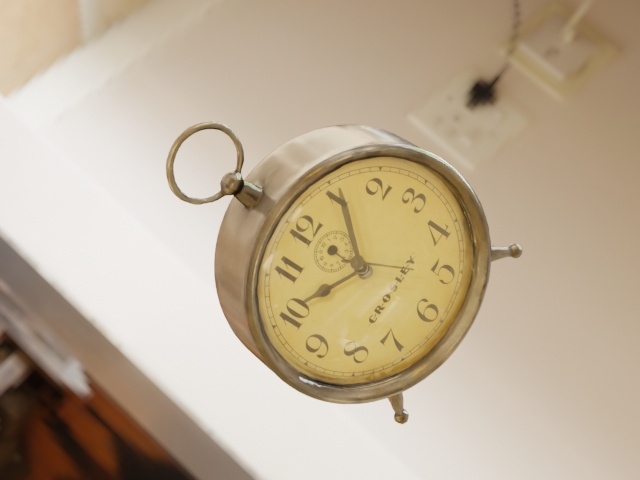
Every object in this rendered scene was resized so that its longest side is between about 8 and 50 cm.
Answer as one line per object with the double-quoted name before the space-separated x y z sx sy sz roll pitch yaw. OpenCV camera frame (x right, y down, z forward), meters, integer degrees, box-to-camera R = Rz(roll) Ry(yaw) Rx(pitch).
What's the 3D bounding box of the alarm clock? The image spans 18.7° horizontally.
"alarm clock" 0.000 0.000 0.930 0.192 0.064 0.129 35 90 -34
